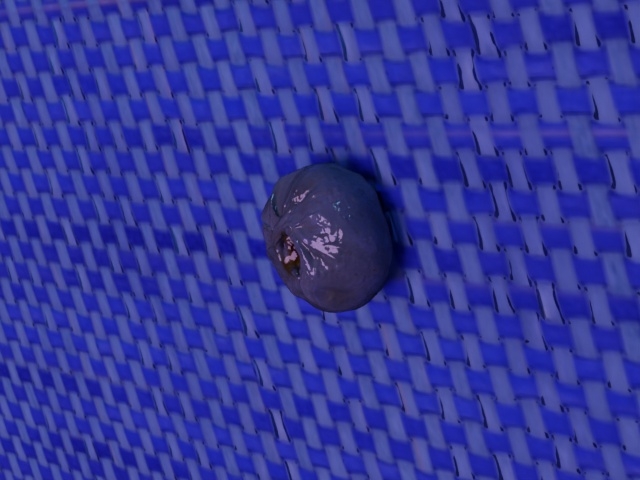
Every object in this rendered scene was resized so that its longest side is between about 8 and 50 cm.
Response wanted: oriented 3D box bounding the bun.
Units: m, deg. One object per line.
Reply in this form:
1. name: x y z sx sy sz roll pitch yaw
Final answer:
1. bun: 0.000 0.000 0.961 0.083 0.045 0.083 32 131 45
